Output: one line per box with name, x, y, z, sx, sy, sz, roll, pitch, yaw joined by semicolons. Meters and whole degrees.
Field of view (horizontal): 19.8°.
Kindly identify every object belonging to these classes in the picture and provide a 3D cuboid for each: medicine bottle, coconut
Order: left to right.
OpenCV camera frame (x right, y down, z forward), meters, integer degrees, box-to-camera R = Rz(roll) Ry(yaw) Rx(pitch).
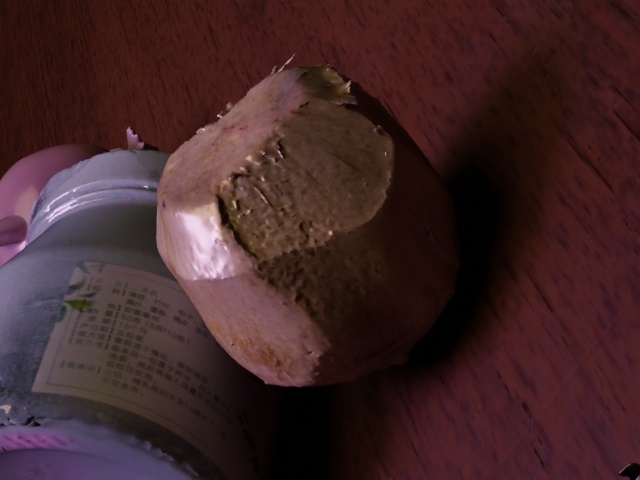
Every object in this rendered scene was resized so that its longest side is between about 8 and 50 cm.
medicine bottle;-0.145;0.098;1.283;0.245;0.245;0.290;-51;19;39
coconut;-0.002;0.002;1.130;0.194;0.194;0.194;-50;29;41

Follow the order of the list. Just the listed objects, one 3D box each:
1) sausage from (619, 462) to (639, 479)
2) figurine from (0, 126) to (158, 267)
sausage;0.180;0.184;0.672;0.083;0.083;0.264;-59;26;26
figurine;-0.212;-0.001;1.702;0.287;0.176;0.186;-154;42;-84
